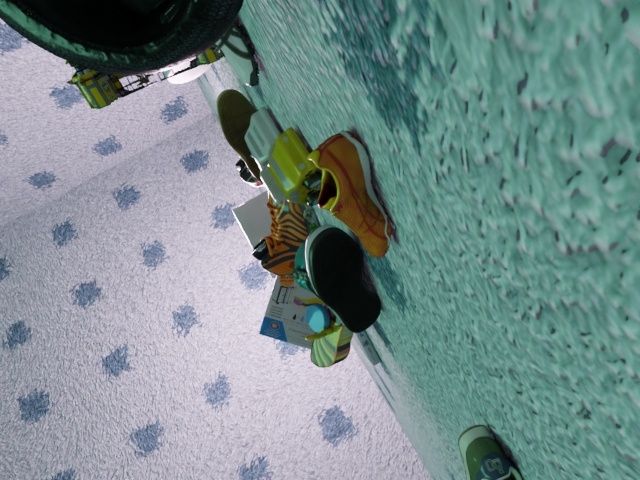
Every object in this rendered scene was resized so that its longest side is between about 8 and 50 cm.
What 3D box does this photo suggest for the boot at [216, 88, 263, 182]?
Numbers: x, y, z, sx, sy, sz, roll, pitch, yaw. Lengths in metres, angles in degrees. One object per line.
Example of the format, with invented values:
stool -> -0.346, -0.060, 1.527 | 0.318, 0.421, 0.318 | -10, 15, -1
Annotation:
boot -> -0.204, -0.291, 1.315 | 0.262, 0.095, 0.203 | 59, 178, -42

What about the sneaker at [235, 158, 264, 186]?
sneaker -> -0.196, -0.226, 1.701 | 0.118, 0.107, 0.279 | 42, -174, -24

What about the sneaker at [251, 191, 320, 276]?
sneaker -> -0.101, -0.030, 1.260 | 0.321, 0.180, 0.124 | 63, 174, -30

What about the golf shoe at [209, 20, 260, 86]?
golf shoe -> -0.168, -0.322, 0.807 | 0.198, 0.094, 0.077 | 61, 174, -26

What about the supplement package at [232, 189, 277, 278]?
supplement package -> -0.134, -0.023, 1.610 | 0.175, 0.177, 0.293 | 59, 174, 15

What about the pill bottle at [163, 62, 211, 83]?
pill bottle -> -0.406, -0.565, 1.335 | 0.283, 0.161, 0.161 | 60, 175, 2

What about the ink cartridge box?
ink cartridge box -> -0.060, 0.186, 1.511 | 0.171, 0.233, 0.168 | 16, 169, 3

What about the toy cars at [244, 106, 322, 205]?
toy cars -> -0.088, -0.152, 0.990 | 0.176, 0.087, 0.394 | 63, 174, -29

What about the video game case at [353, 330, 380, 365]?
video game case -> 0.082, 0.244, 1.797 | 0.300, 0.036, 0.329 | 62, 174, -18

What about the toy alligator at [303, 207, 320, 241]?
toy alligator -> 0.000, 0.000, 1.146 | 0.051, 0.056, 0.190 | 56, 174, 33

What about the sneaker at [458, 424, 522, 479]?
sneaker -> 0.242, 0.345, 0.697 | 0.086, 0.064, 0.192 | -120, 5, -65

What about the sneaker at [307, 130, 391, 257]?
sneaker -> 0.032, -0.042, 0.582 | 0.064, 0.067, 0.175 | 50, 171, 52

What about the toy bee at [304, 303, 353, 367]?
toy bee -> 0.041, 0.188, 1.247 | 0.162, 0.195, 0.298 | 18, 133, 44

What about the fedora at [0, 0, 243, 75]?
fedora -> -0.196, -0.328, 0.457 | 0.152, 0.334, 0.334 | -77, -32, -50

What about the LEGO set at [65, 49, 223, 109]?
LEGO set -> -0.340, -0.407, 0.955 | 0.255, 0.331, 0.192 | -93, -16, -52

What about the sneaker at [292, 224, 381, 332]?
sneaker -> 0.010, 0.041, 0.986 | 0.178, 0.124, 0.295 | 43, 166, 40
